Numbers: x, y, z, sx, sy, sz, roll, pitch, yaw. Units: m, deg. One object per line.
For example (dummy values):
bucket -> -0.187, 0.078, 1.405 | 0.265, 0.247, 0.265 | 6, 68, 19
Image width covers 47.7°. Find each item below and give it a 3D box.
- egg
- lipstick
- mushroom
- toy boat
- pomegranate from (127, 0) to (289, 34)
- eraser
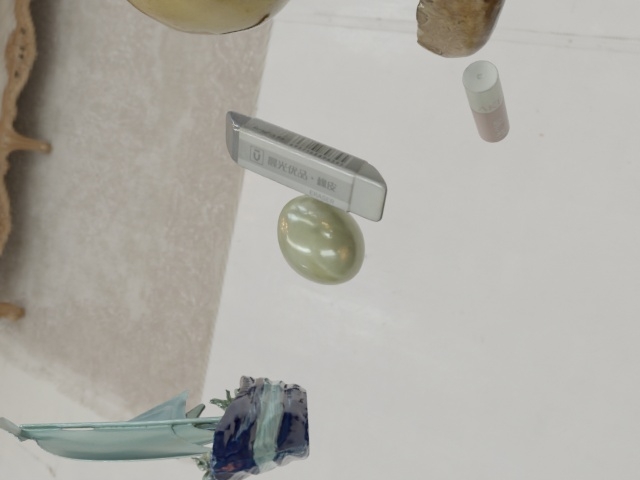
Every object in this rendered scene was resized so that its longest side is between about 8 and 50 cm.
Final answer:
egg -> 0.000, 0.000, 1.956 | 0.269, 0.219, 0.219 | 46, 115, 2
lipstick -> 0.341, -0.277, 1.477 | 0.070, 0.254, 0.070 | -5, 74, 18
mushroom -> 0.153, -0.269, 0.780 | 0.094, 0.210, 0.072 | 22, 61, 8
toy boat -> -0.137, 0.168, 0.680 | 0.292, 0.210, 0.070 | -1, 91, 23
pomegranate -> -0.138, -0.380, 0.777 | 0.319, 0.319, 0.319 | -1, 88, 34
eraser -> -0.034, -0.138, 1.298 | 0.352, 0.061, 0.089 | 23, 133, 18
